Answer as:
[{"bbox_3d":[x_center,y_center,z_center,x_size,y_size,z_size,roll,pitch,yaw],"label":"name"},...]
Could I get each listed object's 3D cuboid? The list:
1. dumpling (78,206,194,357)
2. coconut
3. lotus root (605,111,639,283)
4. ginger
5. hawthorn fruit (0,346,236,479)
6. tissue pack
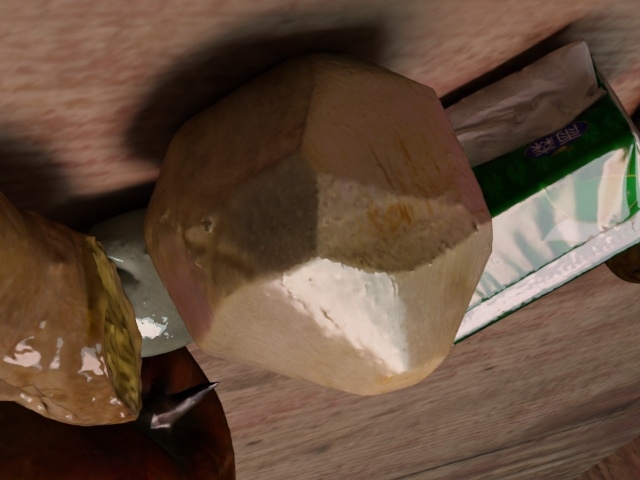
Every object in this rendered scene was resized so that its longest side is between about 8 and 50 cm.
[{"bbox_3d":[-0.131,0.041,1.192,0.219,0.108,0.152,-1,149,-42],"label":"dumpling"},{"bbox_3d":[0.000,0.000,1.072,0.237,0.237,0.197,-9,155,-40],"label":"coconut"},{"bbox_3d":[0.351,-0.063,1.456,0.152,0.160,0.275,-4,153,-25],"label":"lotus root"},{"bbox_3d":[-0.216,0.028,0.974,0.190,0.126,0.354,-24,145,29],"label":"ginger"},{"bbox_3d":[-0.188,0.178,1.271,0.301,0.267,0.268,-34,159,17],"label":"hawthorn fruit"},{"bbox_3d":[0.144,-0.050,1.269,0.209,0.148,0.156,-29,121,12],"label":"tissue pack"}]
